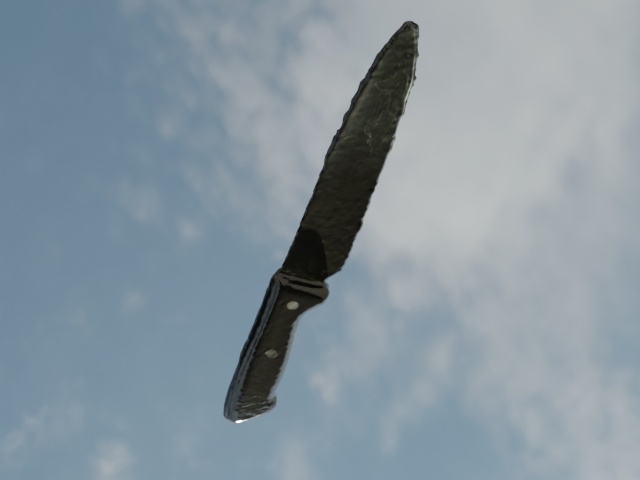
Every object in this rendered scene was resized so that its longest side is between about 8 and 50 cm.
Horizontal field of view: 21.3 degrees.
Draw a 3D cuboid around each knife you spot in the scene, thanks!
[{"bbox_3d":[0.000,0.000,0.519,0.023,0.170,0.010,0,-135,-25],"label":"knife"}]
